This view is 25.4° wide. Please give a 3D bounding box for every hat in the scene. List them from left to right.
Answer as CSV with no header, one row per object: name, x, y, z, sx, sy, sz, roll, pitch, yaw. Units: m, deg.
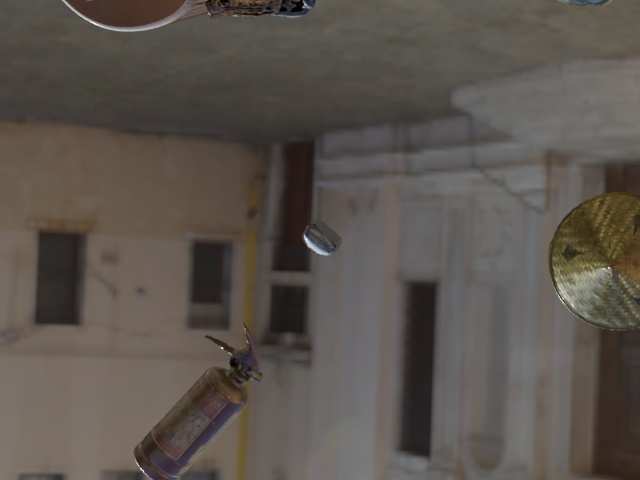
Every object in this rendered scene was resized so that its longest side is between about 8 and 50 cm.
hat,0.300,0.024,1.443,0.146,0.146,0.067,1,-176,17

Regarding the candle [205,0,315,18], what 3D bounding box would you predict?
candle,-0.139,-0.205,0.831,0.302,0.059,0.084,26,-152,-6

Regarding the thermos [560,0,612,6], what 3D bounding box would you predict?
thermos,0.207,-0.322,1.006,0.182,0.286,0.145,12,-146,-30

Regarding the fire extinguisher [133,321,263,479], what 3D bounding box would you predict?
fire extinguisher,-0.158,0.219,1.920,0.106,0.252,0.075,27,-159,-50

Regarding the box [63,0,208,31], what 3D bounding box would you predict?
box,-0.167,-0.370,1.545,0.301,0.301,0.216,1,-149,33

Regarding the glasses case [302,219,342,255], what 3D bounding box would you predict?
glasses case,0.000,0.000,1.255,0.033,0.023,0.083,44,-173,1
